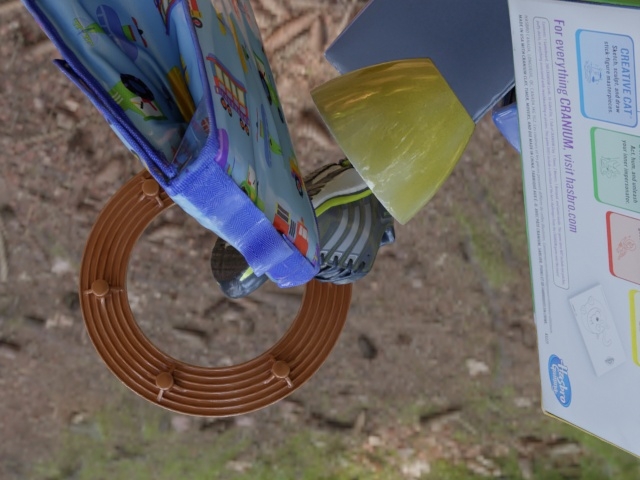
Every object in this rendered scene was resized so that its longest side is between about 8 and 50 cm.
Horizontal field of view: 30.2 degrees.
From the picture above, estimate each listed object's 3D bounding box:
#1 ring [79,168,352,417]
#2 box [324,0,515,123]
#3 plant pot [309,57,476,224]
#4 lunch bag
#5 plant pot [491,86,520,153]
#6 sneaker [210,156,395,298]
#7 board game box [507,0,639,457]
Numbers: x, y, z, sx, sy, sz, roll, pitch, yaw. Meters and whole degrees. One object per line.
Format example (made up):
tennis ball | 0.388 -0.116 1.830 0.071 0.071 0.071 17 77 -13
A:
ring | -0.128 0.045 1.441 0.337 0.336 0.032 3 167 1
box | 0.190 -0.277 1.333 0.183 0.294 0.296 44 113 -2
plant pot | 0.068 -0.094 0.964 0.095 0.134 0.134 -35 128 9
lunch bag | -0.086 -0.102 0.801 0.138 0.293 0.221 -31 155 4
plant pot | 0.397 -0.190 1.638 0.236 0.236 0.212 -22 118 30
sneaker | 0.000 0.000 1.279 0.111 0.300 0.121 -14 104 41
board game box | 0.218 0.015 0.503 0.064 0.316 0.242 -22 117 -29
